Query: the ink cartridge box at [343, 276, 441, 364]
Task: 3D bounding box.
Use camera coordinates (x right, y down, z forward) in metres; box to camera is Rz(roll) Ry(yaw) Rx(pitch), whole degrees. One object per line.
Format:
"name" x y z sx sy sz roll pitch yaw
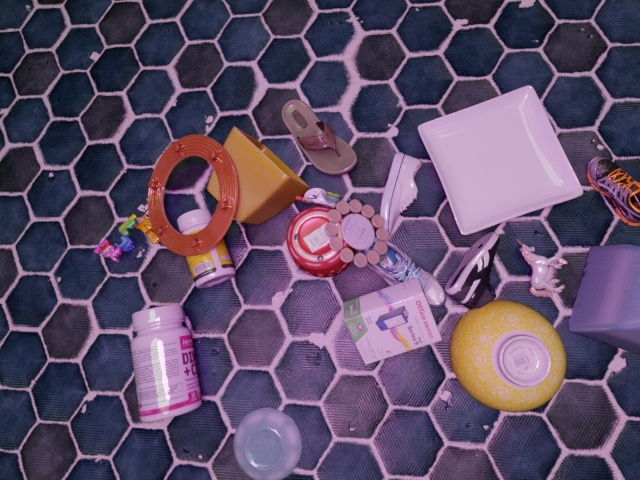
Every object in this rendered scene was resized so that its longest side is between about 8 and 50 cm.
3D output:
"ink cartridge box" 0.184 0.208 1.062 0.213 0.093 0.154 -21 111 9

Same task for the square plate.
"square plate" 0.495 -0.225 1.155 0.344 0.049 0.347 -20 79 3

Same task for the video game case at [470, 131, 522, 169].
"video game case" 0.510 -0.263 1.191 0.122 0.011 0.087 -20 79 3

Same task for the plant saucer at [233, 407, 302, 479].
"plant saucer" -0.149 0.560 1.111 0.195 0.037 0.194 -1 80 7

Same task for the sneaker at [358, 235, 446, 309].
"sneaker" 0.216 0.090 1.107 0.283 0.122 0.110 37 86 11

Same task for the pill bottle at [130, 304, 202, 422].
"pill bottle" -0.426 0.329 1.120 0.161 0.160 0.282 -14 79 4

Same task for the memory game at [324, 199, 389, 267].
"memory game" 0.094 -0.020 1.043 0.186 0.012 0.186 9 67 -22

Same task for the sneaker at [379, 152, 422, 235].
"sneaker" 0.227 -0.127 1.158 0.091 0.094 0.258 13 81 13

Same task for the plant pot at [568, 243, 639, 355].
"plant pot" 0.800 0.145 0.965 0.247 0.252 0.247 19 83 9

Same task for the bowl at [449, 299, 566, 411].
"bowl" 0.484 0.292 1.025 0.290 0.156 0.289 -1 80 7

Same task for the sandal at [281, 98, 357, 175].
"sandal" -0.016 -0.310 1.221 0.120 0.086 0.303 -43 78 -2

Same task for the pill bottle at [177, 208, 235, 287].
"pill bottle" -0.334 0.022 1.184 0.119 0.119 0.208 -23 78 2

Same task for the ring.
"ring" -0.364 -0.125 1.120 0.337 0.032 0.336 -1 87 29

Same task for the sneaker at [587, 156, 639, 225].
"sneaker" 0.814 -0.142 1.100 0.084 0.083 0.214 -34 77 2

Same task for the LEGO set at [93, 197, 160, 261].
"LEGO set" -0.546 -0.015 1.235 0.093 0.087 0.227 40 80 8

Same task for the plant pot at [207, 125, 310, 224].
"plant pot" -0.189 -0.162 1.167 0.212 0.212 0.187 44 100 11

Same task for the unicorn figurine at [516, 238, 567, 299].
"unicorn figurine" 0.593 0.074 1.098 0.111 0.060 0.161 4 80 7

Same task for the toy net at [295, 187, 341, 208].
"toy net" -0.011 -0.121 1.115 0.122 0.232 0.045 15 93 5

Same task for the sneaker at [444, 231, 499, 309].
"sneaker" 0.442 0.091 1.114 0.121 0.079 0.217 41 80 -5

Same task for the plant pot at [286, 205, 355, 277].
"plant pot" 0.000 0.000 1.124 0.191 0.174 0.191 -2 78 7
